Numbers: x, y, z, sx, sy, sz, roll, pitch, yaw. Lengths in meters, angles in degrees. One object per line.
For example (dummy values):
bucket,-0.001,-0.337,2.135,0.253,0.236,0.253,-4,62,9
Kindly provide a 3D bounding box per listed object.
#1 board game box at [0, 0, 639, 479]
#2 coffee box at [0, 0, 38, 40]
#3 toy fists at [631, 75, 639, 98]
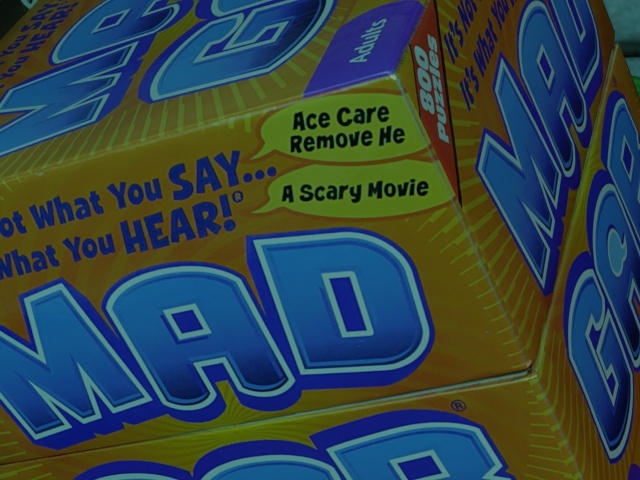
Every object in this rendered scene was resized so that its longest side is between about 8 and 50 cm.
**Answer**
board game box,0.000,0.000,0.958,0.356,0.356,0.356,-13,120,26
coffee box,-0.128,-0.234,1.182,0.168,0.119,0.297,31,113,9
toy fists,0.244,0.007,1.189,0.142,0.096,0.279,17,82,0
